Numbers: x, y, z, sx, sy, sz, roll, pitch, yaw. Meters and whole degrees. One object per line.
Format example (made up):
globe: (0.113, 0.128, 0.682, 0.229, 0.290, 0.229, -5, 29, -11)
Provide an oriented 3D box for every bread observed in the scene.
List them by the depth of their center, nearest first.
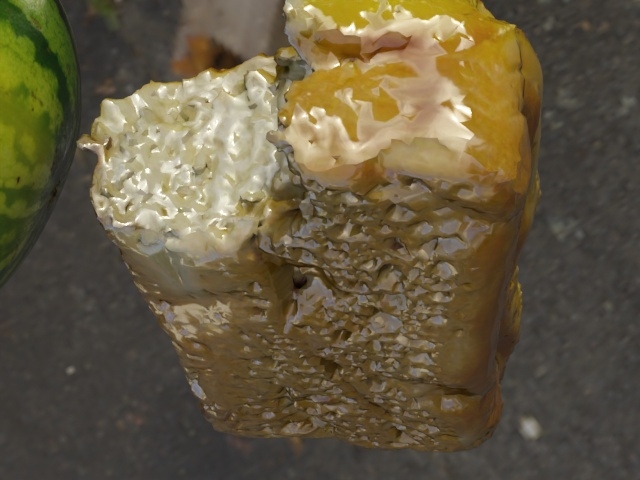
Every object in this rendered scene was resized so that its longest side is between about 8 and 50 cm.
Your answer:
bread: (0.000, 0.000, 0.794, 0.185, 0.109, 0.380, 7, 160, 6)

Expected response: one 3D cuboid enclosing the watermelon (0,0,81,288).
watermelon: (-0.275, -0.076, 1.048, 0.285, 0.285, 0.285, 21, 124, 35)
